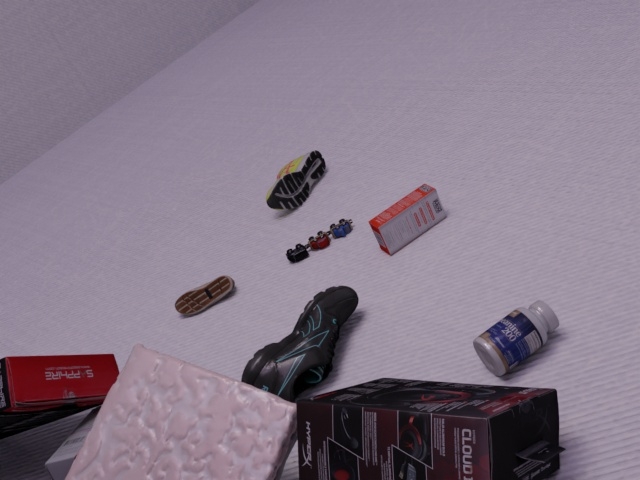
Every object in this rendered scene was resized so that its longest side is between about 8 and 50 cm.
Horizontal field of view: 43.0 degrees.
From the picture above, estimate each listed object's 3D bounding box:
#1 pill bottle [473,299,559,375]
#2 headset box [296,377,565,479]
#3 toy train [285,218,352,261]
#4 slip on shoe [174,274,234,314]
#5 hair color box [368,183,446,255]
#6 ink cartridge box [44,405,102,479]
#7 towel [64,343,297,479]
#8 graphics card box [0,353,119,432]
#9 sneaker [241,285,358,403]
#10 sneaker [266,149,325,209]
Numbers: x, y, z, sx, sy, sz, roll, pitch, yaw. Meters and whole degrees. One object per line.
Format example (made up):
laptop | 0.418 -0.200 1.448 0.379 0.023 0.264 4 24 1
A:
pill bottle | 0.293 0.142 1.209 0.120 0.067 0.067 -34 30 -11
headset box | 0.150 0.245 1.015 0.293 0.110 0.218 -3 -2 35
toy train | 0.000 0.000 1.702 0.158 0.027 0.036 -30 33 -4
slip on shoe | -0.241 0.115 1.707 0.135 0.051 0.041 -32 -10 7
hair color box | 0.171 -0.041 1.586 0.141 0.072 0.043 -33 30 -12
ink cartridge box | -0.356 0.342 1.368 0.127 0.072 0.175 -18 14 17
towel | -0.215 0.339 1.154 0.317 0.053 0.331 14 67 26
graphics card box | -0.569 0.291 1.455 0.371 0.233 0.094 -24 72 30
sneaker | -0.011 0.186 1.385 0.106 0.101 0.267 29 58 30
sneaker | -0.073 -0.134 1.930 0.094 0.081 0.208 -8 28 42
